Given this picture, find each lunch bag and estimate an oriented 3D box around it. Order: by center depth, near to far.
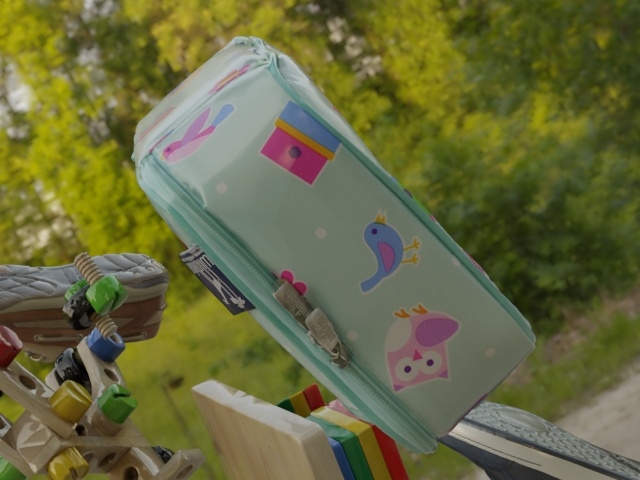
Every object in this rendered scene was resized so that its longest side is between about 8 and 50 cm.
[{"bbox_3d":[0.000,0.000,0.747,0.108,0.224,0.279,-41,15,1],"label":"lunch bag"}]

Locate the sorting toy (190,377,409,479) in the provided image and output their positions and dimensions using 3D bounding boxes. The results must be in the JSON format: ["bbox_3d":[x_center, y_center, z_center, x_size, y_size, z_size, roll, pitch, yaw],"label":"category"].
[{"bbox_3d":[0.009,0.246,1.203,0.089,0.257,0.255,-27,15,-22],"label":"sorting toy"}]

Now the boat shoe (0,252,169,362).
[{"bbox_3d":[-0.344,0.097,1.643,0.324,0.116,0.123,-5,23,-15],"label":"boat shoe"}]

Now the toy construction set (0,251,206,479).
[{"bbox_3d":[-0.265,0.221,1.311,0.309,0.237,0.257,-36,-16,-11],"label":"toy construction set"}]

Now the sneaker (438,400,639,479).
[{"bbox_3d":[0.166,0.225,1.002,0.163,0.226,0.086,-70,-13,13],"label":"sneaker"}]
